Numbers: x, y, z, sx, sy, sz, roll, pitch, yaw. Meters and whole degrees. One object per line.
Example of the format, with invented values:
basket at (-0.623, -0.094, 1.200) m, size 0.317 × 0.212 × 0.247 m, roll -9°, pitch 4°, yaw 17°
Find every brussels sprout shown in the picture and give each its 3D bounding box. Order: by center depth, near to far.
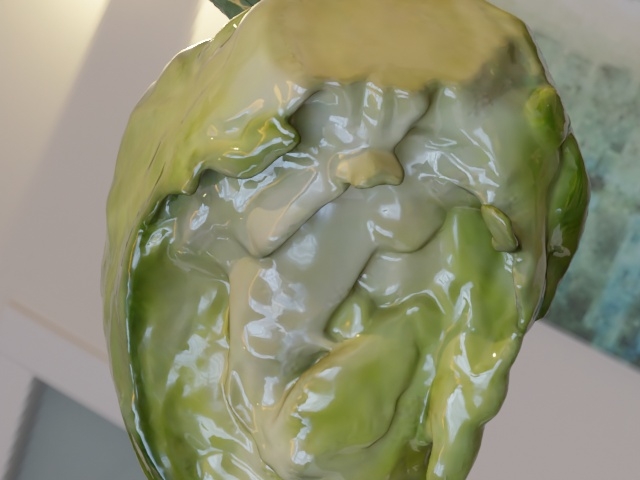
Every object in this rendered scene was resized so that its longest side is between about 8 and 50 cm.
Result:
brussels sprout at (0.000, 0.000, 0.910) m, size 0.315 × 0.276 × 0.371 m, roll -81°, pitch 9°, yaw -54°

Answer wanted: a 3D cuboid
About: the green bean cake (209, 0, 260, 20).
green bean cake at (-0.003, -0.311, 1.338) m, size 0.227 × 0.125 × 0.222 m, roll -36°, pitch -19°, yaw -32°
